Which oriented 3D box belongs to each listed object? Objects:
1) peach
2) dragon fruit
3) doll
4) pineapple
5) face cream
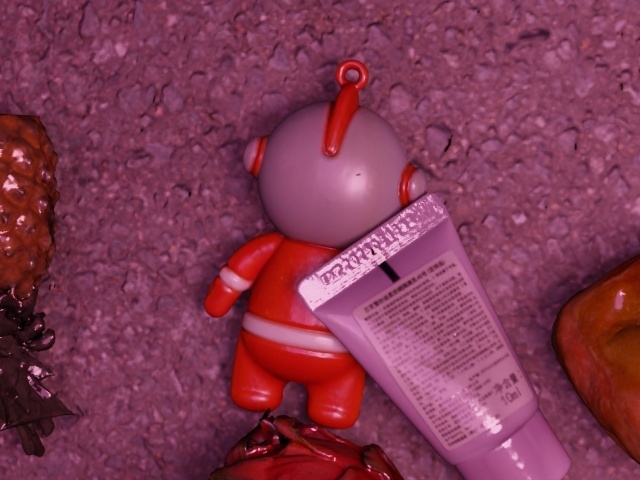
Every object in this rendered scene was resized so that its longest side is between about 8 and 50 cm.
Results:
[{"bbox_3d":[0.309,0.104,1.305,0.235,0.214,0.214,6,90,30],"label":"peach"},{"bbox_3d":[-0.018,0.255,1.354,0.274,0.193,0.192,26,80,-30],"label":"dragon fruit"},{"bbox_3d":[0.000,0.000,1.424,0.199,0.105,0.337,11,99,12],"label":"doll"},{"bbox_3d":[-0.313,0.047,1.459,0.169,0.169,0.341,-4,96,11],"label":"pineapple"},{"bbox_3d":[0.112,0.110,1.374,0.154,0.096,0.274,-33,94,-6],"label":"face cream"}]
